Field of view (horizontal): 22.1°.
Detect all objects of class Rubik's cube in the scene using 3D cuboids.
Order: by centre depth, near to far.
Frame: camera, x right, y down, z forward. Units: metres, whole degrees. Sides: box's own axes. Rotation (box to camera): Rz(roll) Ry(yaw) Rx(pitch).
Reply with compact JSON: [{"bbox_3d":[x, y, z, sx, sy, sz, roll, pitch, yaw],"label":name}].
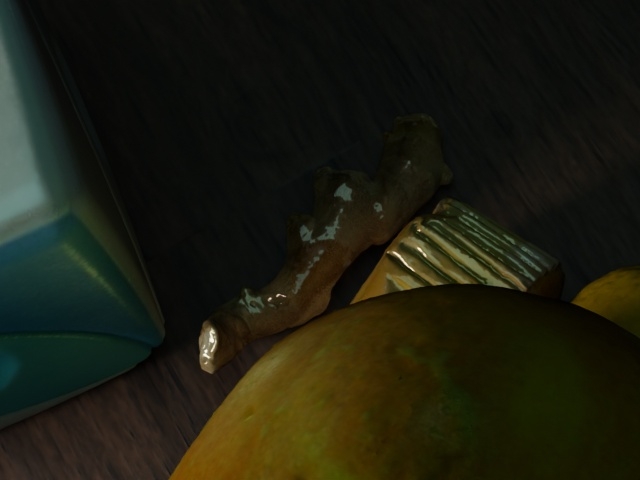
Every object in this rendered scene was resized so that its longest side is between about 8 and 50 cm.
[{"bbox_3d":[-0.341,-0.041,1.224,0.347,0.351,0.352,-23,67,-3],"label":"Rubik's cube"}]

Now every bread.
[{"bbox_3d":[0.076,0.096,1.228,0.133,0.179,0.250,36,77,13],"label":"bread"}]

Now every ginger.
[{"bbox_3d":[0.000,0.000,1.325,0.288,0.075,0.089,-42,94,-15],"label":"ginger"}]

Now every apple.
[{"bbox_3d":[0.062,0.201,0.985,0.374,0.384,0.374,8,75,-32],"label":"apple"}]

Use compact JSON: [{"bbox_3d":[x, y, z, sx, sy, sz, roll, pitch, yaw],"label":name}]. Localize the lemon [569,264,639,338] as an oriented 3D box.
[{"bbox_3d":[0.242,0.130,1.181,0.204,0.204,0.260,14,95,10],"label":"lemon"}]
